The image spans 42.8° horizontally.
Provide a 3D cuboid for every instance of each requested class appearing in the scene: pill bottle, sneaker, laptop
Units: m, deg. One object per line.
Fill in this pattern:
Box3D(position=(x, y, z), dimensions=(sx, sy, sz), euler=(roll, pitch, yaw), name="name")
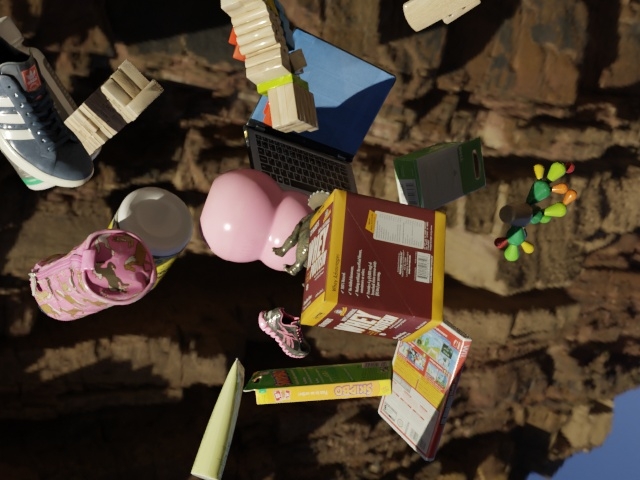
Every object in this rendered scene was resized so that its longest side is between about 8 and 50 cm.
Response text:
Box3D(position=(-0.467, 0.023, 2.101), dimensions=(0.188, 0.334, 0.188), euler=(15, -125, -23), name="pill bottle")
Box3D(position=(-0.684, -0.314, 1.879), dimensions=(0.204, 0.361, 0.204), euler=(-22, -153, 12), name="pill bottle")
Box3D(position=(-0.050, 0.156, 1.400), dimensions=(0.119, 0.057, 0.047), euler=(44, -151, -29), name="sneaker")
Box3D(position=(0.031, -0.241, 2.028), dimensions=(0.382, 0.236, 0.408), euler=(14, -125, -44), name="laptop")
Box3D(position=(-0.531, -0.252, 1.476), dimensions=(0.350, 0.148, 0.131), euler=(46, -142, -13), name="sneaker")

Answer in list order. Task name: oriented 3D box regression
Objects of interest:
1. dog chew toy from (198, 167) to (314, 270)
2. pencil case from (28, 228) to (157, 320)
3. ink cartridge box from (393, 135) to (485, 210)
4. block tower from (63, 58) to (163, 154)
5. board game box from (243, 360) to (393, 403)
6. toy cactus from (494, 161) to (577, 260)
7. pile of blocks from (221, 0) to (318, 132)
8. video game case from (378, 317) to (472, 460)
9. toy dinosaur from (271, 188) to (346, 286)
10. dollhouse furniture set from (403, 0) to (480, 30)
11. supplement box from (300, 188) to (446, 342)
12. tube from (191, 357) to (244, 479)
Box3D(position=(-0.090, -0.027, 1.773), dimensions=(0.332, 0.206, 0.206), euler=(20, -160, -6), name="dog chew toy")
Box3D(position=(-0.485, 0.076, 1.719), dimensions=(0.167, 0.160, 0.386), euler=(-31, -171, -35), name="pencil case")
Box3D(position=(0.240, -0.133, 1.624), dimensions=(0.209, 0.109, 0.062), euler=(-23, -161, -40), name="ink cartridge box")
Box3D(position=(-0.454, -0.268, 1.715), dimensions=(0.097, 0.335, 0.091), euler=(46, -123, -19), name="block tower")
Box3D(position=(-0.001, 0.253, 1.463), dimensions=(0.259, 0.039, 0.124), euler=(-3, -173, 6), name="board game box")
Box3D(position=(0.392, -0.060, 1.560), dimensions=(0.180, 0.219, 0.112), euler=(-3, -135, -52), name="toy cactus")
Box3D(position=(-0.116, -0.387, 1.707), dimensions=(0.112, 0.362, 0.149), euler=(-13, -166, 23), name="pile of blocks")
Box3D(position=(0.219, 0.296, 1.760), dimensions=(0.025, 0.285, 0.204), euler=(6, -163, -30), name="video game case")
Box3D(position=(0.000, 0.000, 1.553), dimensions=(0.121, 0.160, 0.313), euler=(29, -163, -16), name="toy dinosaur")
Box3D(position=(0.111, -0.541, 1.466), dimensions=(0.198, 0.286, 0.303), euler=(-26, -149, 11), name="dollhouse furniture set")
Box3D(position=(0.085, 0.045, 1.317), dimensions=(0.194, 0.191, 0.129), euler=(11, 156, -14), name="supplement box")
Box3D(position=(-0.195, 0.361, 1.650), dimensions=(0.062, 0.240, 0.070), euler=(29, 154, -28), name="tube")
